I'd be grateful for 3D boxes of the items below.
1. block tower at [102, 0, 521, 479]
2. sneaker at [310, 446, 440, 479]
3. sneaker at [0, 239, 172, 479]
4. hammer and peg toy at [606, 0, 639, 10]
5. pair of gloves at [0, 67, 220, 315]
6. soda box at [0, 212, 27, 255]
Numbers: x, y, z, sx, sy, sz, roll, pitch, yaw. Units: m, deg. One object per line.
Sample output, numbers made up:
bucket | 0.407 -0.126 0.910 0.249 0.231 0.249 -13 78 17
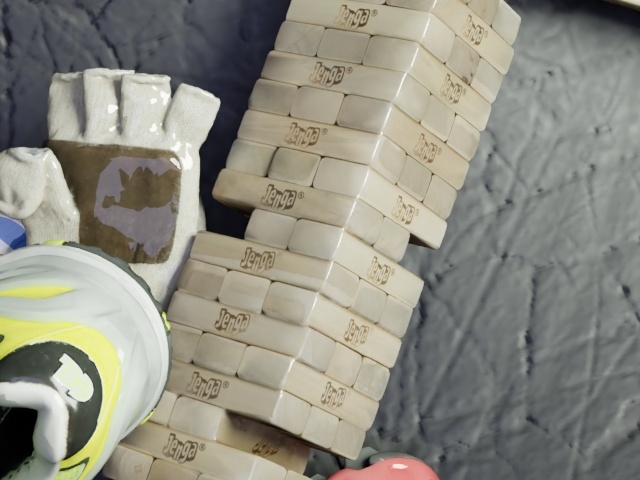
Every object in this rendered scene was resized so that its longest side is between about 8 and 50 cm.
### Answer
block tower | 0.000 0.000 0.973 0.097 0.091 0.335 13 79 34
sneaker | -0.030 0.232 0.994 0.276 0.135 0.098 -35 136 -3
sneaker | -0.251 0.127 0.885 0.384 0.147 0.145 -35 95 9
hammer and peg toy | 0.271 -0.219 1.009 0.361 0.127 0.266 17 91 -5
pair of gloves | -0.179 -0.002 0.966 0.240 0.042 0.204 10 93 -4
soda box | -0.192 -0.017 1.015 0.061 0.058 0.181 -37 95 -2
